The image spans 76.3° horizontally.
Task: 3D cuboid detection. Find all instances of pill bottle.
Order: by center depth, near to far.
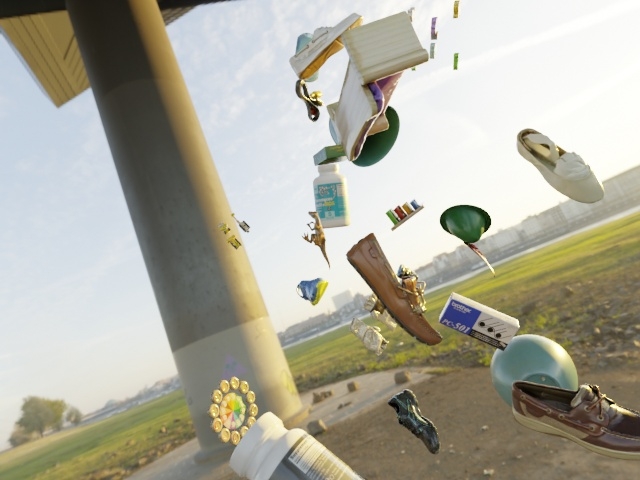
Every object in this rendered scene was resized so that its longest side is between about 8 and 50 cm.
[{"bbox_3d":[-0.046,0.633,1.057,0.210,0.362,0.210,-47,-24,-29],"label":"pill bottle"},{"bbox_3d":[0.045,-0.185,1.722,0.146,0.265,0.146,-6,2,0],"label":"pill bottle"}]

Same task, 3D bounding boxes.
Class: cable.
[{"bbox_3d":[-0.061,-0.602,1.760,0.287,0.072,0.140,-7,-62,-65],"label":"cable"}]

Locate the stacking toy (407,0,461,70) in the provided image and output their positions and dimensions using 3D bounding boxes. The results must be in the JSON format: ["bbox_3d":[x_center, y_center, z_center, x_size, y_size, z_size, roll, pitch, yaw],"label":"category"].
[{"bbox_3d":[0.388,-0.690,1.393,0.166,0.221,0.052,8,43,24],"label":"stacking toy"}]

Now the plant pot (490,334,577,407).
[{"bbox_3d":[0.763,0.501,1.441,0.290,0.291,0.195,-26,-7,18],"label":"plant pot"}]

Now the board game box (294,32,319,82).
[{"bbox_3d":[-0.056,-0.678,1.516,0.033,0.169,0.133,16,11,41],"label":"board game box"}]

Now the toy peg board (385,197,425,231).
[{"bbox_3d":[0.347,-0.126,1.692,0.160,0.079,0.161,-39,-1,19],"label":"toy peg board"}]

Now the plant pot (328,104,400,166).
[{"bbox_3d":[0.174,-0.518,1.857,0.292,0.235,0.293,-23,-44,-23],"label":"plant pot"}]

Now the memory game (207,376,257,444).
[{"bbox_3d":[-0.253,0.496,1.192,0.012,0.186,0.186,-23,-10,32],"label":"memory game"}]

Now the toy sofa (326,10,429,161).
[{"bbox_3d":[0.126,-0.336,0.969,0.150,0.177,0.362,-22,-5,-7],"label":"toy sofa"}]

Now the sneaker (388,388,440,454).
[{"bbox_3d":[0.364,0.717,1.596,0.106,0.267,0.101,-8,-54,-22],"label":"sneaker"}]

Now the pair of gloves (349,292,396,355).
[{"bbox_3d":[0.248,0.377,1.828,0.042,0.204,0.240,-31,15,51],"label":"pair of gloves"}]

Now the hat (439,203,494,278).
[{"bbox_3d":[0.520,-0.004,1.442,0.208,0.184,0.173,7,-40,17],"label":"hat"}]

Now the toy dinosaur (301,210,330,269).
[{"bbox_3d":[0.000,0.000,1.352,0.064,0.212,0.112,-14,-2,34],"label":"toy dinosaur"}]

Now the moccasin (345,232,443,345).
[{"bbox_3d":[0.239,0.145,1.218,0.147,0.380,0.139,-38,-11,3],"label":"moccasin"}]

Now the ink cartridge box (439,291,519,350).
[{"bbox_3d":[0.478,0.246,1.238,0.046,0.206,0.097,-49,-20,-62],"label":"ink cartridge box"}]

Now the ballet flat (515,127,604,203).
[{"bbox_3d":[0.535,-0.180,0.925,0.086,0.249,0.086,-15,-45,-15],"label":"ballet flat"}]

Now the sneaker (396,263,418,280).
[{"bbox_3d":[0.396,0.153,1.847,0.188,0.078,0.067,22,-88,-58],"label":"sneaker"}]

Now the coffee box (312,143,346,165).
[{"bbox_3d":[0.047,-0.282,1.337,0.113,0.041,0.184,-11,5,-10],"label":"coffee box"}]

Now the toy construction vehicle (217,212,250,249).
[{"bbox_3d":[-0.275,-0.029,1.312,0.086,0.098,0.035,-46,0,-15],"label":"toy construction vehicle"}]

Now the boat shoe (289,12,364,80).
[{"bbox_3d":[0.012,-0.651,1.324,0.277,0.096,0.098,-37,-6,11],"label":"boat shoe"}]

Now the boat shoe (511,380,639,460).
[{"bbox_3d":[0.640,0.413,0.984,0.341,0.123,0.123,1,21,44],"label":"boat shoe"}]

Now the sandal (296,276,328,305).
[{"bbox_3d":[-0.049,0.245,2.031,0.126,0.138,0.317,-58,-1,-22],"label":"sandal"}]
